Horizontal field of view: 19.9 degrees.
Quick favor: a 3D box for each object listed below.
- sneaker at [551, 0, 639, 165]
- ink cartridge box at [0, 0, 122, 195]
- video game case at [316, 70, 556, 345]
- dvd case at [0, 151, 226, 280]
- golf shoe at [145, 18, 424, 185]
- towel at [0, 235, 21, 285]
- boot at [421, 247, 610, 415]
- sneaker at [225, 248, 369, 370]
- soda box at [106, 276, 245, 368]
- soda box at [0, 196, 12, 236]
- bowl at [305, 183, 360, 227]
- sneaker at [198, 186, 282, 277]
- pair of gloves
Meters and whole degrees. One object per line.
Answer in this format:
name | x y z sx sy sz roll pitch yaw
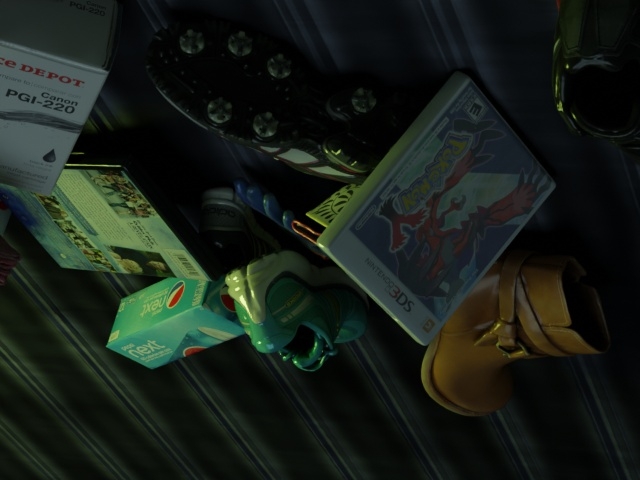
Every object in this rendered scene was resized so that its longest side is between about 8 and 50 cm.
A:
sneaker | 0.248 -0.117 1.476 0.097 0.135 0.276 -1 150 23
ink cartridge box | -0.289 -0.149 1.678 0.158 0.092 0.218 15 143 -15
video game case | 0.110 -0.025 1.661 0.023 0.201 0.183 33 172 46
dvd case | -0.236 -0.028 1.910 0.253 0.022 0.180 4 142 42
golf shoe | -0.040 -0.109 1.666 0.272 0.105 0.120 22 158 -12
towel | -0.453 -0.060 1.749 0.237 0.037 0.329 18 -168 -38
boot | 0.209 0.097 1.923 0.220 0.109 0.283 0 137 33
sneaker | -0.022 0.088 1.943 0.107 0.110 0.275 -22 164 19
soda box | -0.159 0.087 2.112 0.071 0.067 0.210 30 149 -27
soda box | -0.439 -0.025 2.033 0.216 0.074 0.069 -12 142 40
bowl | 0.078 -0.013 1.775 0.170 0.080 0.170 33 180 0
sneaker | -0.089 0.015 1.938 0.063 0.075 0.170 3 150 21
pair of gloves | 0.000 0.000 1.844 0.198 0.023 0.159 31 176 41
